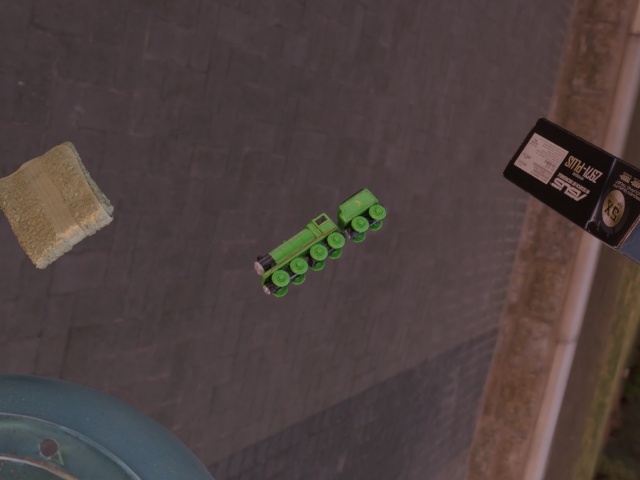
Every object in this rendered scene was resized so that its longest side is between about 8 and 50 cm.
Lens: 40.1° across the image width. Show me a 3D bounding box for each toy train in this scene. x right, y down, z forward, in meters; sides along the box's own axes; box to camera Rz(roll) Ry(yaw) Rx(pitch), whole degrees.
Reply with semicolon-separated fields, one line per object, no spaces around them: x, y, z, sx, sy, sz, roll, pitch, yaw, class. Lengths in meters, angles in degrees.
0.000;0.000;0.462;0.083;0.023;0.017;-34;161;-23;toy train

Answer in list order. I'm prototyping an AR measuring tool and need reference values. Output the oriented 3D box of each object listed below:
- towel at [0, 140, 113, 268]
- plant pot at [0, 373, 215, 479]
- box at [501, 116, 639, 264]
-0.298;-0.043;0.971;0.110;0.148;0.027;-36;145;-5;towel
-0.154;0.186;0.399;0.293;0.293;0.196;-62;-178;-30;plant pot
0.304;-0.039;0.917;0.147;0.180;0.077;24;103;-39;box
